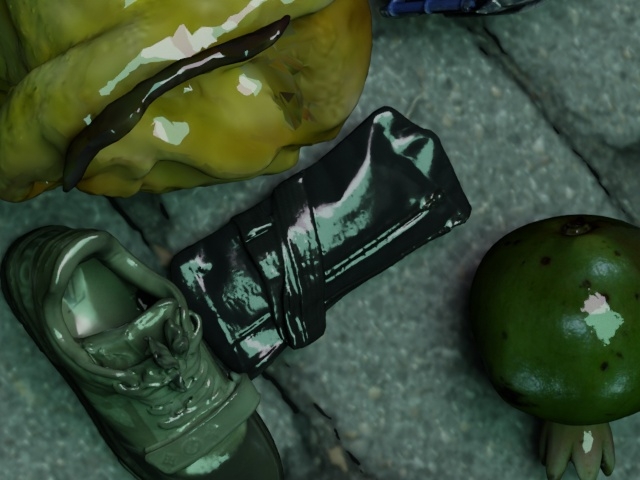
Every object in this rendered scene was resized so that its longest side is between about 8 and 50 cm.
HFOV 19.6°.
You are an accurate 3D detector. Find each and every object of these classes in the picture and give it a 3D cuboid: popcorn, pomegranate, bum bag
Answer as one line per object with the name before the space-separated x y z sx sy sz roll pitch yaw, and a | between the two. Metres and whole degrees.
popcorn | -0.115 -0.173 1.290 0.349 0.349 0.382 27 37 -16
pomegranate | 0.209 0.091 1.498 0.187 0.187 0.225 -10 116 -18
bum bag | 0.000 0.000 1.480 0.248 0.060 0.123 -36 98 -14

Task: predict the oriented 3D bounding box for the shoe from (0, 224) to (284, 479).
shoe | -0.122 0.106 1.391 0.109 0.149 0.293 -44 100 -16

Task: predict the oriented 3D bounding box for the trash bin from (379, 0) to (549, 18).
trash bin | 0.120 -0.297 1.443 0.184 0.162 0.234 -28 110 -34
